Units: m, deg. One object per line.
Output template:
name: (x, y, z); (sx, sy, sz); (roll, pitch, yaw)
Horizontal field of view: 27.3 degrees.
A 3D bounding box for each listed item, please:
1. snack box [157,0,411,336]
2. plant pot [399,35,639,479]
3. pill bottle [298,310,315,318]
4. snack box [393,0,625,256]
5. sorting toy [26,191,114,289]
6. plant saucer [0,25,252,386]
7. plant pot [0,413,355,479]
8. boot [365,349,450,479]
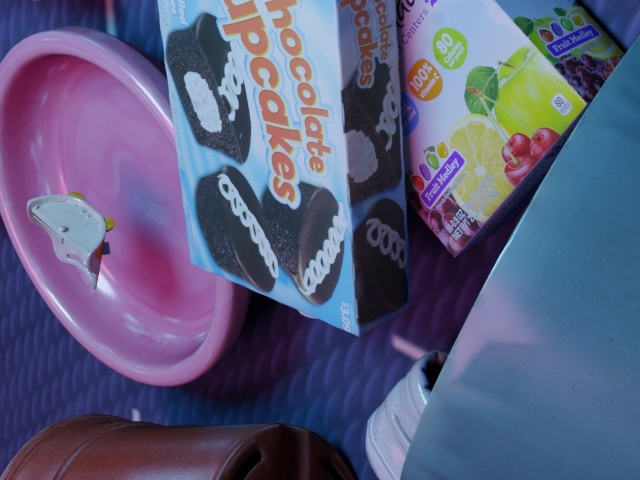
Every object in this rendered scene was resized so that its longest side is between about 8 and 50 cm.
snack box: (-0.030, -0.111, 0.897); (0.187, 0.060, 0.322); (21, 125, 43)
plant pot: (0.216, 0.065, 0.687); (0.235, 0.293, 0.293); (29, 132, 14)
pill bottle: (0.000, 0.000, 1.029); (0.065, 0.065, 0.116); (18, 124, 39)
snack box: (0.082, -0.122, 0.870); (0.207, 0.070, 0.174); (51, 140, 14)
sorting toy: (-0.212, 0.005, 1.149); (0.083, 0.045, 0.075); (38, 142, 25)
plant saucer: (-0.169, -0.034, 1.175); (0.332, 0.084, 0.332); (26, 129, 36)
plant pot: (-0.115, 0.277, 1.181); (0.265, 0.272, 0.272); (-15, 101, 41)
boot: (0.136, 0.203, 0.978); (0.258, 0.095, 0.123); (48, 145, 17)
